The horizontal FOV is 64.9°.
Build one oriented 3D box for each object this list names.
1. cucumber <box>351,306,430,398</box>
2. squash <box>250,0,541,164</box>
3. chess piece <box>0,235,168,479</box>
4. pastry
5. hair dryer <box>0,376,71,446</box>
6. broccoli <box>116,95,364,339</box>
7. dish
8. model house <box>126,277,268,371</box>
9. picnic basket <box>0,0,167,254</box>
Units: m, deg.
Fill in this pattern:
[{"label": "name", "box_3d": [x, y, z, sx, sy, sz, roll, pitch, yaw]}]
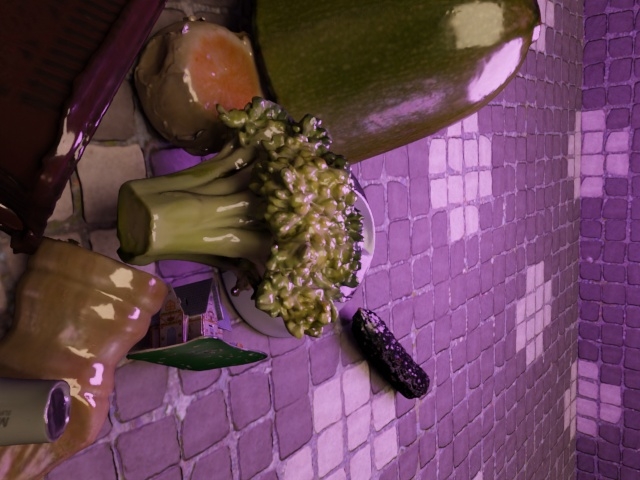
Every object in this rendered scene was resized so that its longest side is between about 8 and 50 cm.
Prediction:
[{"label": "cucumber", "box_3d": [0.127, 0.214, 0.956, 0.300, 0.072, 0.072, 51, 57, -38]}, {"label": "squash", "box_3d": [0.117, -0.274, 0.664, 0.310, 0.308, 0.311, 28, 57, -54]}, {"label": "chess piece", "box_3d": [-0.261, 0.151, 0.452, 0.137, 0.137, 0.301, 41, 60, -42]}, {"label": "pastry", "box_3d": [-0.138, -0.185, 0.606, 0.165, 0.088, 0.166, -8, 100, -50]}, {"label": "hair dryer", "box_3d": [-0.284, 0.058, 0.384, 0.092, 0.229, 0.267, 97, 10, -75]}, {"label": "broccoli", "box_3d": [-0.088, -0.012, 0.524, 0.243, 0.246, 0.263, -5, 74, -46]}, {"label": "dish", "box_3d": [0.000, 0.000, 0.765, 0.316, 0.106, 0.317, -6, 98, -48]}, {"label": "model house", "box_3d": [-0.144, 0.100, 0.610, 0.167, 0.117, 0.088, 44, 34, -62]}, {"label": "picnic basket", "box_3d": [-0.231, -0.152, 0.419, 0.129, 0.222, 0.297, 28, 57, -25]}]
